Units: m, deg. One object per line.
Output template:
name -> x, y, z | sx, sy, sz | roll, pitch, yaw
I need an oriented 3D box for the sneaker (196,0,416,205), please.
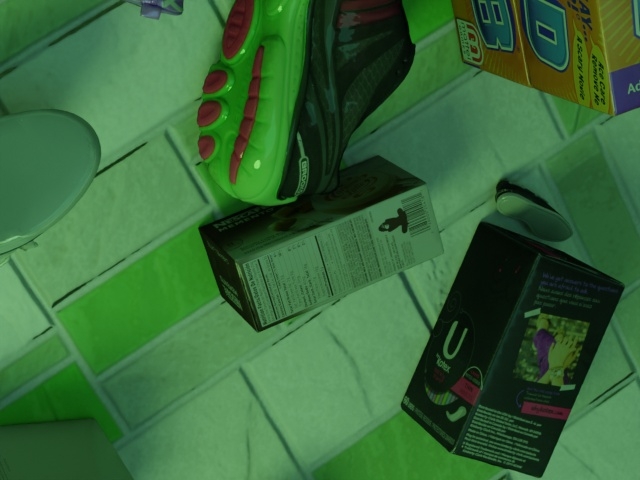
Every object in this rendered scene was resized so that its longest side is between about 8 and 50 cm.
sneaker -> 0.013, -0.270, 1.770 | 0.202, 0.185, 0.482 | 12, 104, -44

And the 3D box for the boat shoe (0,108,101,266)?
boat shoe -> -0.381, -0.010, 1.679 | 0.367, 0.156, 0.136 | -39, 88, 5

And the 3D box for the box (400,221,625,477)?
box -> 0.238, 0.136, 1.964 | 0.143, 0.165, 0.270 | 20, 96, -26

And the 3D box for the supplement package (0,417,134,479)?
supplement package -> -0.333, 0.310, 1.760 | 0.203, 0.194, 0.149 | -3, 107, -22

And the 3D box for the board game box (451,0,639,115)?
board game box -> 0.360, -0.388, 1.755 | 0.356, 0.356, 0.356 | -20, 112, -16

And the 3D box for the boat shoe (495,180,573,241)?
boat shoe -> 0.273, -0.038, 1.999 | 0.125, 0.038, 0.046 | 24, 130, -26

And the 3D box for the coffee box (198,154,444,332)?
coffee box -> 0.000, 0.000, 1.839 | 0.247, 0.141, 0.098 | -22, 113, -14

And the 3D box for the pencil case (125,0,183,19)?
pencil case -> -0.167, -0.347, 1.696 | 0.086, 0.088, 0.206 | 7, 103, -22
